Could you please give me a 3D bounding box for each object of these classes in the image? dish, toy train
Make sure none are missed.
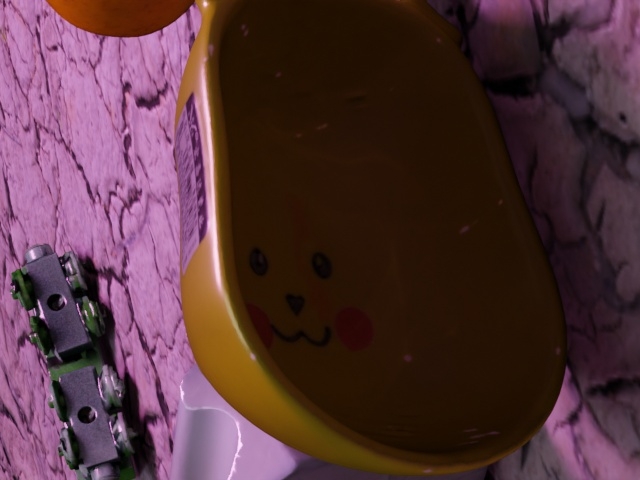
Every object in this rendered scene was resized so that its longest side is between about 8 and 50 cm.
[{"bbox_3d":[0.000,0.000,0.842,0.108,0.221,0.262,-29,66,42],"label":"dish"},{"bbox_3d":[-0.240,0.126,1.676,0.119,0.085,0.251,96,158,-71],"label":"toy train"}]

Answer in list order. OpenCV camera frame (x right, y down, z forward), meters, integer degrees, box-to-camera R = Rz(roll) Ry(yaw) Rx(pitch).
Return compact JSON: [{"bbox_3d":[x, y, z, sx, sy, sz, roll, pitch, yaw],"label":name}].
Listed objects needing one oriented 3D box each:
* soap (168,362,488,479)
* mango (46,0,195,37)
[{"bbox_3d":[-0.002,0.174,1.021,0.095,0.173,0.289,57,151,36],"label":"soap"},{"bbox_3d":[-0.118,-0.235,1.009,0.290,0.160,0.191,95,-172,-46],"label":"mango"}]
